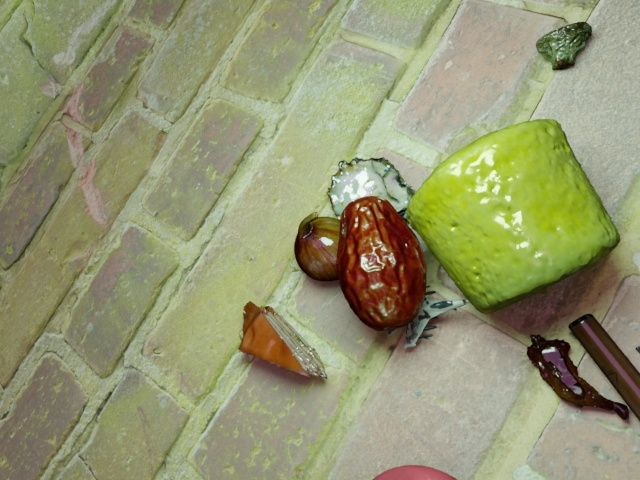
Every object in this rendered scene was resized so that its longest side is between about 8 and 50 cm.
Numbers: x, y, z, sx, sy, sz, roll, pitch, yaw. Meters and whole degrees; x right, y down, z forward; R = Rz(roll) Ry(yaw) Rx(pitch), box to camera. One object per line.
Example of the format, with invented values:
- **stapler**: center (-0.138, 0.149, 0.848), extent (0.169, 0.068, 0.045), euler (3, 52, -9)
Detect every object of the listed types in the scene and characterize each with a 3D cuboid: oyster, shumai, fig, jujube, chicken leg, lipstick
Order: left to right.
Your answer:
- **fig**: center (-0.002, 0.003, 1.124), extent (0.175, 0.207, 0.175), euler (-32, 38, 30)
- **oyster**: center (0.140, -0.125, 1.182), extent (0.259, 0.092, 0.198), euler (8, 76, 34)
- **jujube**: center (0.124, 0.049, 0.998), extent (0.197, 0.197, 0.291), euler (-16, 74, 18)
- **shumai**: center (0.592, -0.461, 1.100), extent (0.123, 0.099, 0.088), euler (-14, 85, 20)
- **chicken leg**: center (0.504, 0.277, 0.918), extent (0.089, 0.048, 0.219), euler (-41, 63, 9)
- **lipstick**: center (0.608, 0.301, 0.863), extent (0.057, 0.057, 0.357), euler (-34, 64, 10)

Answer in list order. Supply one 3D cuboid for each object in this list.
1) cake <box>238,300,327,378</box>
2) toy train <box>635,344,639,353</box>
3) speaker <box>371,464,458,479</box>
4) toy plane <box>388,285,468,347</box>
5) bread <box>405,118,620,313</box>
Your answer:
- **cake**: center (-0.103, 0.275, 1.151), extent (0.287, 0.098, 0.135), euler (33, 86, 32)
- **toy train**: center (0.661, 0.196, 0.895), extent (0.083, 0.017, 0.017), euler (-35, 66, 10)
- **speaker**: center (0.196, 0.600, 0.874), extent (0.294, 0.294, 0.295), euler (-7, 71, 21)
- **toy plane**: center (0.237, 0.163, 1.048), extent (0.233, 0.082, 0.160), euler (-13, 60, 32)
- **bread**: center (0.383, -0.042, 0.915), extent (0.348, 0.348, 0.308), euler (-34, 70, 10)
